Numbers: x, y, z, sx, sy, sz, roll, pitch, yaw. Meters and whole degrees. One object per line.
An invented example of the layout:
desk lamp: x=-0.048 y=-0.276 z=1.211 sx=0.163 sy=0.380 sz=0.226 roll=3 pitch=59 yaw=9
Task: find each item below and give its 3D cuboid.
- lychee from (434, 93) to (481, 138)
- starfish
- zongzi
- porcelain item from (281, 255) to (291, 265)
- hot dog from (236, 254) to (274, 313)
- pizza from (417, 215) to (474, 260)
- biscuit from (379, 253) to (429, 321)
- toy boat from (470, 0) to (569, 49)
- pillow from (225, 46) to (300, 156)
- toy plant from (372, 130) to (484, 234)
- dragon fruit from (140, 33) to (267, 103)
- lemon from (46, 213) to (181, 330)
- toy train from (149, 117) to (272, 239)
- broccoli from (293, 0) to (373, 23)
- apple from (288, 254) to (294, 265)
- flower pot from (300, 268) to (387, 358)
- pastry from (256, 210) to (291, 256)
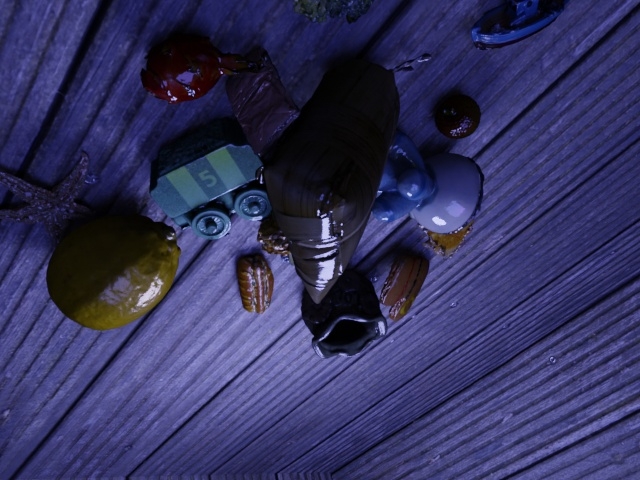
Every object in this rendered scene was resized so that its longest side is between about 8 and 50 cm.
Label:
lychee: x=0.350 y=-0.313 z=1.166 sx=0.114 sy=0.114 sz=0.146 roll=-42 pitch=152 yaw=23
starfish: x=-0.634 y=-0.095 z=1.049 sx=0.231 sy=0.048 sz=0.295 roll=15 pitch=127 yaw=-34
zongzi: x=0.053 y=-0.154 z=1.084 sx=0.218 sy=0.500 sz=0.467 roll=21 pitch=150 yaw=12
porcelain item: x=-0.093 y=0.065 z=1.457 sx=0.036 sy=0.028 sz=0.083 roll=-40 pitch=135 yaw=25
hot dog: x=-0.206 y=0.148 z=1.474 sx=0.115 sy=0.072 sz=0.269 roll=-18 pitch=139 yaw=-15
pizza: x=0.425 y=-0.032 z=1.534 sx=0.189 sy=0.071 sz=0.297 roll=-40 pitch=140 yaw=4
biscuit: x=0.290 y=0.174 z=1.603 sx=0.277 sy=0.052 sz=0.262 roll=12 pitch=105 yaw=-57
toy boat: x=0.434 y=-0.498 z=1.003 sx=0.223 sy=0.100 sz=0.097 roll=-24 pitch=148 yaw=1
pillow: x=-0.124 y=-0.283 z=0.912 sx=0.126 sy=0.232 sz=0.043 roll=-41 pitch=147 yaw=24
toy plant: x=0.233 y=-0.154 z=1.211 sx=0.332 sy=0.247 sz=0.247 roll=11 pitch=131 yaw=-28
dragon fruit: x=-0.223 y=-0.332 z=0.880 sx=0.246 sy=0.125 sz=0.125 roll=-2 pitch=107 yaw=6
lemon: x=-0.503 y=0.070 z=1.117 sx=0.285 sy=0.285 sz=0.316 roll=8 pitch=131 yaw=-29
toy train: x=-0.244 y=-0.140 z=1.076 sx=0.299 sy=0.167 sz=0.238 roll=-26 pitch=133 yaw=5
broccoli: x=-0.001 y=-0.489 z=0.788 sx=0.243 sy=0.247 sz=0.263 roll=17 pitch=90 yaw=3
apple: x=0.000 y=0.000 z=1.320 sx=0.188 sy=0.174 sz=0.207 roll=12 pitch=135 yaw=-6
flower pot: x=0.075 y=0.252 z=1.590 sx=0.301 sy=0.213 sz=0.302 roll=-12 pitch=139 yaw=-10
pastry: x=-0.067 y=-0.079 z=1.160 sx=0.102 sy=0.250 sz=0.154 roll=39 pitch=155 yaw=-25
